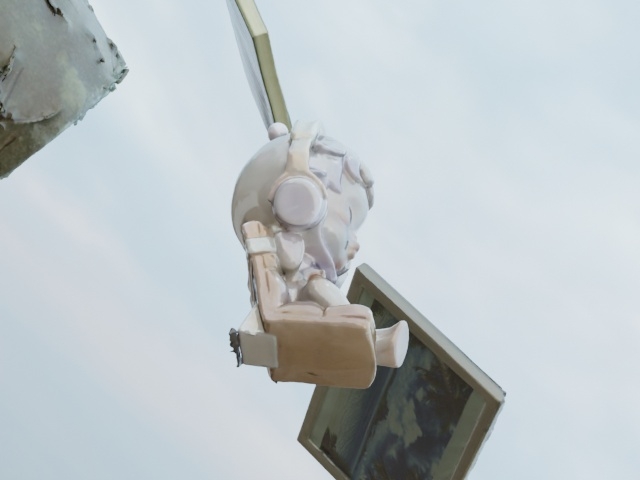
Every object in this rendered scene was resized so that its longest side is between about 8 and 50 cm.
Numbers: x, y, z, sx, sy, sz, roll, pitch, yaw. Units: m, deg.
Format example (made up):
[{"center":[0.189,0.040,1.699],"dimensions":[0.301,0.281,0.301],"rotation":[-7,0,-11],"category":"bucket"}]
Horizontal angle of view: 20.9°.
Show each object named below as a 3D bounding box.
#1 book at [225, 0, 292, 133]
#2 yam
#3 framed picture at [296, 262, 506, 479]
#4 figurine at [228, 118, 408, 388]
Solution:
[{"center":[-0.086,-0.249,2.312],"dimensions":[0.264,0.027,0.202],"rotation":[77,-9,-52],"category":"book"},{"center":[-0.309,-0.190,1.204],"dimensions":[0.348,0.241,0.241],"rotation":[51,-14,-21],"category":"yam"},{"center":[0.086,0.205,1.994],"dimensions":[0.232,0.024,0.315],"rotation":[43,-43,25],"category":"framed picture"},{"center":[-0.004,0.000,1.423],"dimensions":[0.162,0.141,0.236],"rotation":[82,5,-53],"category":"figurine"}]
